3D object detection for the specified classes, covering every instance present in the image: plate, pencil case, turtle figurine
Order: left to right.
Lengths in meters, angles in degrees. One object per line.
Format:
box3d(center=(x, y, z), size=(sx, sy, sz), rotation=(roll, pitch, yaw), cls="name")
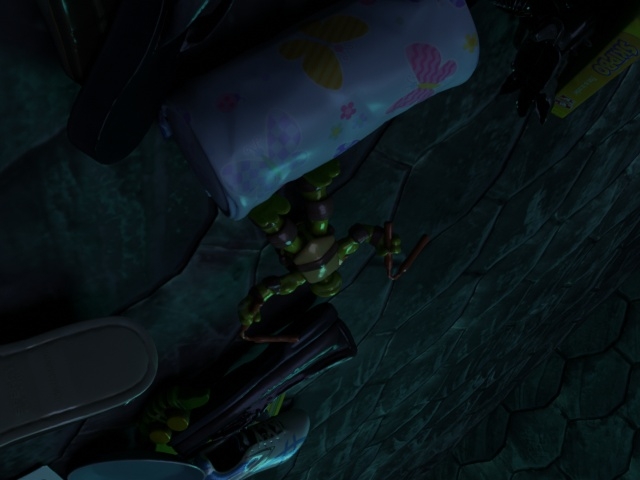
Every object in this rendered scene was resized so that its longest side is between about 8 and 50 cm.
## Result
box3d(center=(-0.258, 0.328, 0.812), size=(0.188, 0.024, 0.188), rotation=(-3, 145, -2), cls="plate")
box3d(center=(0.000, 0.000, 0.672), size=(0.269, 0.087, 0.217), rotation=(-26, 139, -7), cls="turtle figurine")
box3d(center=(0.004, -0.127, 0.493), size=(0.273, 0.113, 0.124), rotation=(-33, 158, -11), cls="pencil case")

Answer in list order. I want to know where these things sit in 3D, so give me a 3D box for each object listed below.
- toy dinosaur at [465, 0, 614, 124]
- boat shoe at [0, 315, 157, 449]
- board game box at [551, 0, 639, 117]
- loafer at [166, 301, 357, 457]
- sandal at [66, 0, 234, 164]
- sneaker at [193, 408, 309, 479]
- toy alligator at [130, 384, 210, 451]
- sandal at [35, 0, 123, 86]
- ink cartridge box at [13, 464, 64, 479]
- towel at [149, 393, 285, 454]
box3d(center=(0.219, -0.256, 0.521), size=(0.218, 0.164, 0.322), rotation=(-43, 151, -3), cls="toy dinosaur")
box3d(center=(-0.309, 0.136, 0.494), size=(0.324, 0.117, 0.096), rotation=(-6, 164, -43), cls="boat shoe")
box3d(center=(0.287, -0.204, 0.550), size=(0.124, 0.039, 0.259), rotation=(-58, 177, 0), cls="board game box")
box3d(center=(-0.078, 0.215, 0.815), size=(0.302, 0.095, 0.109), rotation=(-39, -171, -7), cls="loafer")
box3d(center=(-0.084, -0.158, 0.372), size=(0.255, 0.054, 0.097), rotation=(-59, 178, 23), cls="sandal")
box3d(center=(-0.112, 0.358, 1.006), size=(0.237, 0.085, 0.086), rotation=(-19, 136, -36), cls="sneaker")
box3d(center=(-0.225, 0.244, 0.778), size=(0.051, 0.056, 0.189), rotation=(41, 116, -20), cls="toy alligator")
box3d(center=(-0.141, -0.183, 0.324), size=(0.090, 0.060, 0.219), rotation=(-53, 174, -31), cls="sandal")
box3d(center=(-0.411, 0.370, 0.719), size=(0.180, 0.060, 0.104), rotation=(-26, 145, -19), cls="ink cartridge box")
box3d(center=(-0.157, 0.281, 0.922), size=(0.237, 0.021, 0.102), rotation=(-10, 132, -38), cls="towel")
